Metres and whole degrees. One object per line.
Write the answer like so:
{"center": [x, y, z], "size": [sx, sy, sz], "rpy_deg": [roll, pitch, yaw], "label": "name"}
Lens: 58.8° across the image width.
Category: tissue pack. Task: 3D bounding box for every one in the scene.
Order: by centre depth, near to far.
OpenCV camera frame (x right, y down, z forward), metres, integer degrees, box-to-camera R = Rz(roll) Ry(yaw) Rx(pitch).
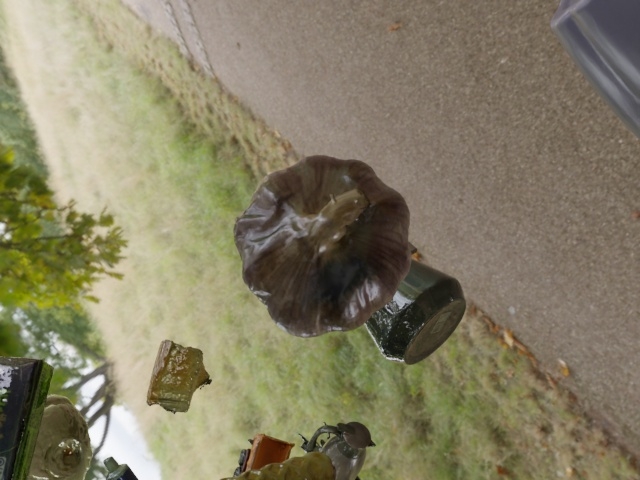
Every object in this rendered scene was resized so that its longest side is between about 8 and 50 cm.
{"center": [-0.581, 0.320, 0.980], "size": [0.174, 0.235, 0.073], "rpy_deg": [3, 153, -5], "label": "tissue pack"}

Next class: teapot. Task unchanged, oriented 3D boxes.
{"center": [0.165, 0.103, 1.397], "size": [0.344, 0.253, 0.300], "rpy_deg": [41, 141, 32], "label": "teapot"}

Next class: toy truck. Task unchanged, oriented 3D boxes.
{"center": [-0.163, 0.642, 1.457], "size": [0.114, 0.270, 0.135], "rpy_deg": [26, 156, -22], "label": "toy truck"}

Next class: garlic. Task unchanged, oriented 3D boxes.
{"center": [0.000, 0.000, 0.720], "size": [0.245, 0.245, 0.160], "rpy_deg": [42, 176, 14], "label": "garlic"}

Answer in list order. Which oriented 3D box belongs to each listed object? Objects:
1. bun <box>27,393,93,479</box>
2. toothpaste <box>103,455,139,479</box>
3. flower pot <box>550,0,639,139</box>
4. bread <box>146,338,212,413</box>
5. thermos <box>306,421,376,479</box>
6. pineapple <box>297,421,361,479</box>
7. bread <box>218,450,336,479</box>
{"center": [-0.591, 0.454, 1.241], "size": [0.153, 0.243, 0.243], "rpy_deg": [-12, 130, 16], "label": "bun"}
{"center": [-0.359, 0.548, 1.155], "size": [0.268, 0.047, 0.069], "rpy_deg": [60, -165, -10], "label": "toothpaste"}
{"center": [0.416, -0.248, 0.641], "size": [0.243, 0.265, 0.265], "rpy_deg": [35, 161, -6], "label": "flower pot"}
{"center": [-0.363, 0.363, 1.463], "size": [0.140, 0.169, 0.160], "rpy_deg": [12, 157, 4], "label": "bread"}
{"center": [0.040, 0.481, 1.297], "size": [0.137, 0.105, 0.193], "rpy_deg": [25, 131, 5], "label": "thermos"}
{"center": [0.043, 0.647, 1.431], "size": [0.165, 0.166, 0.364], "rpy_deg": [86, 174, -60], "label": "pineapple"}
{"center": [-0.088, 0.493, 1.136], "size": [0.087, 0.270, 0.098], "rpy_deg": [-10, 85, 59], "label": "bread"}
